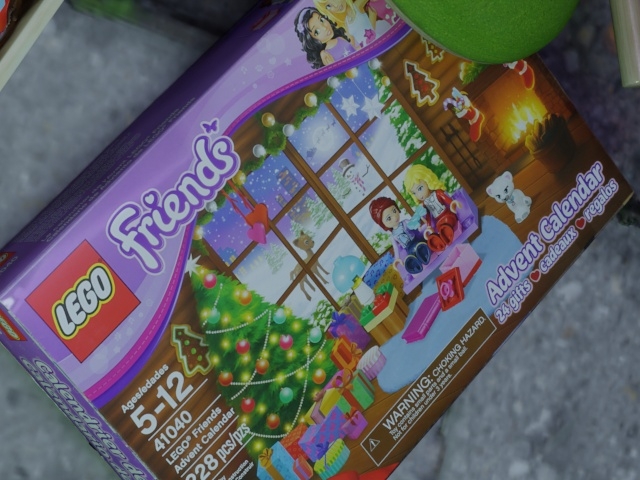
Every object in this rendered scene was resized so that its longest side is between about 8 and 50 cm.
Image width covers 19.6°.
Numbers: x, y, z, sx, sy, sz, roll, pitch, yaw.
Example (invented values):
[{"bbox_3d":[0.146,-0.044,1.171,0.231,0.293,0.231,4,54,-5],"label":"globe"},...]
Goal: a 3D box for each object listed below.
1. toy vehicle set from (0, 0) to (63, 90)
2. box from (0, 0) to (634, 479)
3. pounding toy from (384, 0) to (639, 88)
[{"bbox_3d":[-0.198,-0.121,0.778,0.166,0.035,0.267,40,71,-25],"label":"toy vehicle set"},{"bbox_3d":[0.000,0.000,0.886,0.293,0.057,0.201,-47,112,-22],"label":"box"},{"bbox_3d":[0.112,-0.181,0.874,0.237,0.110,0.183,7,68,-47],"label":"pounding toy"}]
